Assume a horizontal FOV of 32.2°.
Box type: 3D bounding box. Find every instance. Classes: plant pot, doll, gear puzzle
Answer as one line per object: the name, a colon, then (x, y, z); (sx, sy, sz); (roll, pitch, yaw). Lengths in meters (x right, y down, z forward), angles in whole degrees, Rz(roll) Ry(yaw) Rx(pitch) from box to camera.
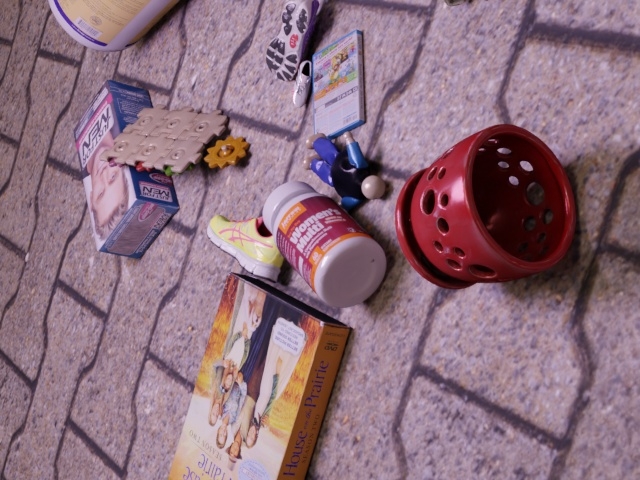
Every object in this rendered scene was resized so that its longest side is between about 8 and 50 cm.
plant pot: (0.200, -0.035, 1.422); (0.174, 0.191, 0.191); (-21, 64, 51)
doll: (0.039, -0.114, 1.767); (0.189, 0.046, 0.129); (38, 128, 48)
gear puzzle: (-0.262, -0.184, 2.138); (0.339, 0.044, 0.175); (10, 52, 38)

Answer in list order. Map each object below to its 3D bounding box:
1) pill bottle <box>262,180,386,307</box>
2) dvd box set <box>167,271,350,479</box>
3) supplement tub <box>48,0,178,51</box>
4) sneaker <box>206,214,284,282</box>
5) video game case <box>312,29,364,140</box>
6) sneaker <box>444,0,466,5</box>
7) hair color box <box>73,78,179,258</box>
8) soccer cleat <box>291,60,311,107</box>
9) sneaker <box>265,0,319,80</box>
pill bottle: (0.000, 0.000, 1.727); (0.221, 0.121, 0.121); (46, 116, 47)
dvd box set: (-0.117, 0.292, 1.842); (0.307, 0.062, 0.421); (25, 99, 53)
supplement tub: (-0.398, -0.570, 2.314); (0.331, 0.241, 0.241); (-31, 56, 44)
sneaker: (-0.119, -0.007, 1.931); (0.208, 0.081, 0.094); (34, 100, 44)
video game case: (0.029, -0.255, 1.853); (0.119, 0.015, 0.166); (-22, 63, 48)
sneaker: (0.191, -0.390, 1.638); (0.192, 0.064, 0.086); (14, 86, 50)
hair color box: (-0.414, -0.153, 2.325); (0.174, 0.105, 0.347); (-48, 46, 33)
soccer cleat: (-0.031, -0.272, 1.919); (0.035, 0.029, 0.083); (157, 126, -77)
sneaker: (-0.040, -0.352, 1.942); (0.068, 0.071, 0.170); (40, 132, 13)
